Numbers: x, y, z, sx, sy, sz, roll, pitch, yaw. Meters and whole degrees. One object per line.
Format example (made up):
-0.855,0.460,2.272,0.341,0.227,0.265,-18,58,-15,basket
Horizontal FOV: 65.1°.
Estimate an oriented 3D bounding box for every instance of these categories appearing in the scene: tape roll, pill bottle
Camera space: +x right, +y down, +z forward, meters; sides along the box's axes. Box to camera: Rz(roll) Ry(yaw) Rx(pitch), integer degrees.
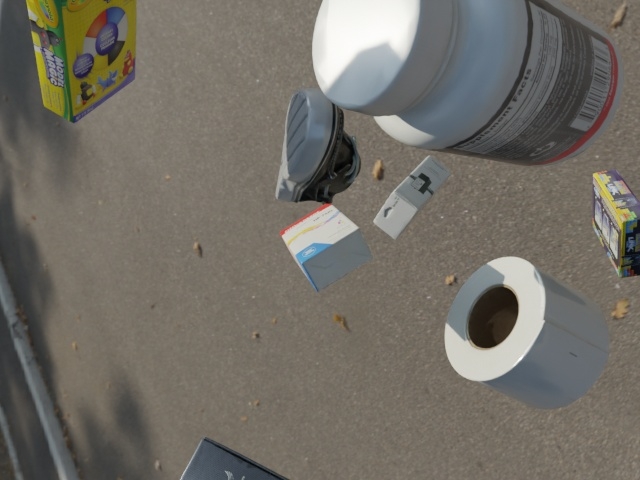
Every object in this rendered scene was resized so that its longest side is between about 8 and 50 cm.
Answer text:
0.381,0.174,0.950,0.246,0.169,0.246,-50,24,32,tape roll
0.155,-0.175,0.510,0.176,0.318,0.176,0,90,51,pill bottle

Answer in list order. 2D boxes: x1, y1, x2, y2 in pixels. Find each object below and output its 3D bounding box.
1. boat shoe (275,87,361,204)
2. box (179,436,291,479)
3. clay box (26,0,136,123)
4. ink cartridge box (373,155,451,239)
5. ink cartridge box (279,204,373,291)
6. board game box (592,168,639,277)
0.003,-0.129,0.747,0.335,0.119,0.121,145,130,-80,boat shoe
-0.152,0.443,0.745,0.183,0.059,0.233,16,63,24,box
-0.279,-0.263,0.602,0.053,0.127,0.222,31,142,0,clay box
0.257,-0.120,1.408,0.087,0.208,0.153,40,144,9,ink cartridge box
0.000,0.000,1.062,0.078,0.134,0.231,61,174,-26,ink cartridge box
0.584,-0.035,0.984,0.048,0.170,0.141,-9,126,15,board game box
